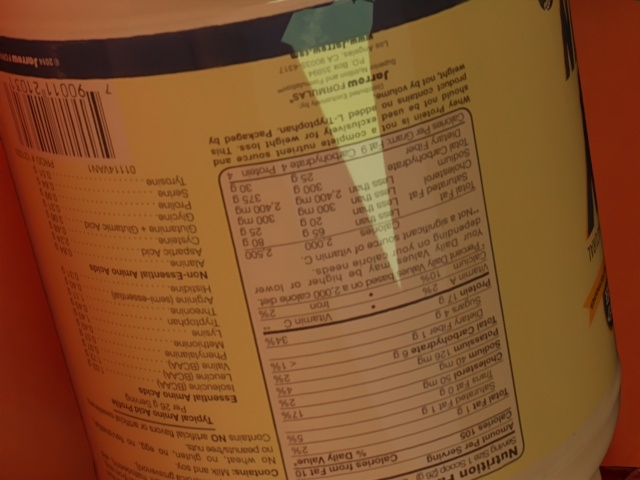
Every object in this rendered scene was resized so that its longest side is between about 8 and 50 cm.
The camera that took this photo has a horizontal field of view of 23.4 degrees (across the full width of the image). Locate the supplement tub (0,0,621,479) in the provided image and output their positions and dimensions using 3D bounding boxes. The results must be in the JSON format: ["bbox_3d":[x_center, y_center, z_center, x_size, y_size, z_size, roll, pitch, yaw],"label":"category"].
[{"bbox_3d":[0.000,0.000,0.651,0.235,0.235,0.325,-19,114,-16],"label":"supplement tub"}]

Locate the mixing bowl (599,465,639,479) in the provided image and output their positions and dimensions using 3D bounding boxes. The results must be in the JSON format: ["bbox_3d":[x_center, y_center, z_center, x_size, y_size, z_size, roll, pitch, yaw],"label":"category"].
[{"bbox_3d":[0.109,0.195,0.821,0.181,0.098,0.182,-29,125,-53],"label":"mixing bowl"}]
